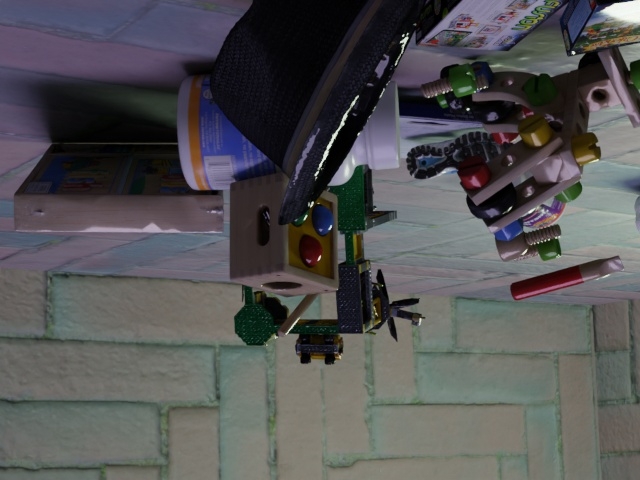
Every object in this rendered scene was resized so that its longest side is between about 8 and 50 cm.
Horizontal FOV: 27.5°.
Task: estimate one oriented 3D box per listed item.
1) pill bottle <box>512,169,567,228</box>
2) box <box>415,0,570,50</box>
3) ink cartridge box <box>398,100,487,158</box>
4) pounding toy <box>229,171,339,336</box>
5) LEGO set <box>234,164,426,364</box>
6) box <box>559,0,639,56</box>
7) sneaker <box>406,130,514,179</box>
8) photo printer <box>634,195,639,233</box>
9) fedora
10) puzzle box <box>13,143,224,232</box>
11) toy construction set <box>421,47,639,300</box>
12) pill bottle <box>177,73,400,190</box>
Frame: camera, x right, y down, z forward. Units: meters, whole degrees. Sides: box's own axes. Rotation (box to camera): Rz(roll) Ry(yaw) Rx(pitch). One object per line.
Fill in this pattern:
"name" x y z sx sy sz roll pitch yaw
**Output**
"pill bottle" 0.337 -0.084 2.205 0.108 0.108 0.193 -6 169 30
"box" 0.185 -0.250 1.386 0.114 0.036 0.207 1 170 -14
"ink cartridge box" 0.122 -0.166 1.870 0.223 0.045 0.224 3 170 -20
"pounding toy" -0.019 0.029 1.665 0.094 0.181 0.206 -10 163 32
"LEGO set" 0.000 0.000 1.868 0.255 0.331 0.192 -9 -176 20
"box" 0.367 -0.246 1.294 0.233 0.044 0.159 -11 170 -1
"sneaker" 0.206 -0.125 1.861 0.162 0.063 0.073 -2 -171 29
"photo printer" 0.759 -0.045 2.496 0.256 0.107 0.308 -7 169 33
"fedora" -0.017 -0.175 1.318 0.153 0.334 0.334 29 171 3
"puzzle box" -0.271 -0.081 1.859 0.272 0.052 0.409 1 -166 -5
"toy construction set" 0.299 -0.102 1.561 0.237 0.308 0.257 -16 -168 20
"pill bottle" -0.036 -0.143 1.667 0.272 0.152 0.152 -3 171 6
